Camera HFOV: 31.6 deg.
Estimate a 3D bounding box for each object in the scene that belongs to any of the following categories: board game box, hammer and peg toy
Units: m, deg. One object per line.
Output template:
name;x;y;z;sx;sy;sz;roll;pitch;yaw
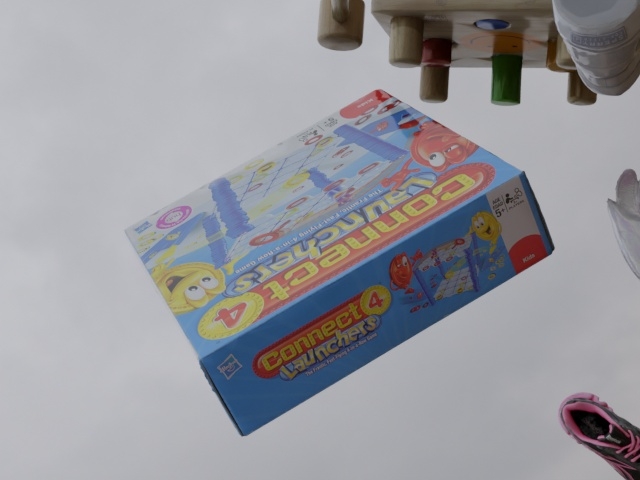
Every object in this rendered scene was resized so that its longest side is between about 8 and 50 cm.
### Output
board game box;0.000;0.000;1.035;0.308;0.302;0.086;-30;-62;-9
hammer and peg toy;0.152;-0.239;1.305;0.266;0.362;0.127;21;-107;-74

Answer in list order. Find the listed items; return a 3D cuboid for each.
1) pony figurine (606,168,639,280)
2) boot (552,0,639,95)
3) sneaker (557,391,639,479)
pony figurine;0.458;0.100;1.165;0.351;0.303;0.363;-82;-11;-52
boot;0.229;-0.245;0.894;0.123;0.095;0.258;49;-130;-64
sneaker;0.229;0.154;0.847;0.047;0.119;0.057;-59;-23;-2
